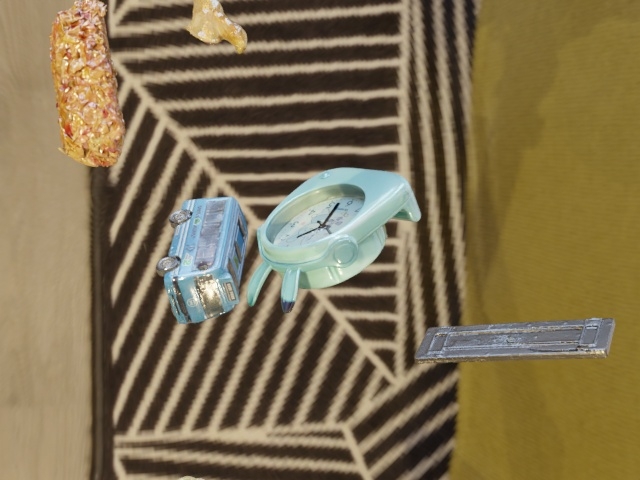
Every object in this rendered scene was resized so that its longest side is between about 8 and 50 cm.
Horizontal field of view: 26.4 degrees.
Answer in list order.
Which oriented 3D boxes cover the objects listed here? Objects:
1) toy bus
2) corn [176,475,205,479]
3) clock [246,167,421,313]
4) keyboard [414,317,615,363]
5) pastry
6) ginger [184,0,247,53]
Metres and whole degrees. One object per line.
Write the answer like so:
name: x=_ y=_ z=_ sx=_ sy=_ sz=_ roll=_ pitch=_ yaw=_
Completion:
toy bus: x=-0.069 y=0.011 z=0.822 sx=0.046 sy=0.083 sz=0.038 roll=-8 pitch=126 yaw=10
corn: x=-0.092 y=0.328 z=1.319 sx=0.086 sy=0.253 sz=0.086 roll=-14 pitch=125 yaw=-21
clock: x=0.000 y=-0.001 z=1.070 sx=0.147 sy=0.108 sz=0.045 roll=-43 pitch=122 yaw=-29
keyboard: x=0.201 y=0.105 z=1.420 sx=0.204 sy=0.061 sz=0.013 roll=-5 pitch=120 yaw=24
pastry: x=-0.229 y=-0.154 z=1.309 sx=0.063 sy=0.087 sz=0.169 roll=-4 pitch=74 yaw=-29
ginger: x=-0.115 y=-0.223 z=1.396 sx=0.048 sy=0.030 sz=0.097 roll=-36 pitch=83 yaw=-16
